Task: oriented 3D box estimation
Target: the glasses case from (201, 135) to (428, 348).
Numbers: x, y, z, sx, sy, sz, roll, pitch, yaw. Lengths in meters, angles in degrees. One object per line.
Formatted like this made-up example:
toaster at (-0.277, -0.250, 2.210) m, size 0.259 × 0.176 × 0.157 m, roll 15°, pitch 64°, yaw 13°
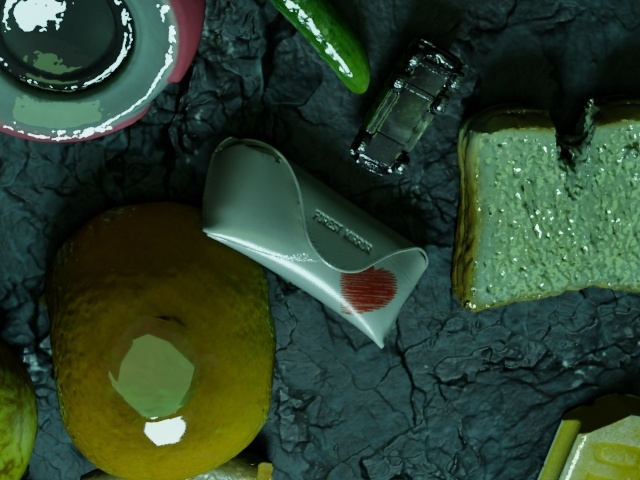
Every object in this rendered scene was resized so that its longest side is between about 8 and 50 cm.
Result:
glasses case at (-0.001, 0.002, 1.723) m, size 0.308 × 0.128 × 0.083 m, roll 33°, pitch 147°, yaw -23°

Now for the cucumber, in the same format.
cucumber at (-0.018, -0.260, 1.642) m, size 0.056 × 0.056 × 0.250 m, roll -40°, pitch 117°, yaw 8°

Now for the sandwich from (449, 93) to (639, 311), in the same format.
sandwich at (0.296, -0.050, 1.774) m, size 0.273 × 0.095 × 0.249 m, roll -5°, pitch 111°, yaw -8°

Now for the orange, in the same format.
orange at (-0.177, 0.122, 1.712) m, size 0.262 × 0.196 × 0.335 m, roll -3°, pitch 93°, yaw -20°

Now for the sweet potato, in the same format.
sweet potato at (-0.174, 0.283, 1.838) m, size 0.243 × 0.077 × 0.077 m, roll 4°, pitch 113°, yaw -13°

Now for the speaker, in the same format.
speaker at (-0.268, -0.240, 1.488) m, size 0.294 × 0.294 × 0.294 m, roll -4°, pitch 114°, yaw -9°

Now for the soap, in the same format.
soap at (0.367, 0.314, 1.958) m, size 0.140 × 0.073 × 0.232 m, roll 12°, pitch 110°, yaw -20°

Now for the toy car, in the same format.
toy car at (0.096, -0.154, 1.705) m, size 0.071 × 0.062 × 0.165 m, roll 26°, pitch 106°, yaw -19°

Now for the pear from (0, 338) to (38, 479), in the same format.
pear at (-0.455, 0.209, 1.647) m, size 0.283 × 0.283 × 0.283 m, roll -4°, pitch 114°, yaw -9°
